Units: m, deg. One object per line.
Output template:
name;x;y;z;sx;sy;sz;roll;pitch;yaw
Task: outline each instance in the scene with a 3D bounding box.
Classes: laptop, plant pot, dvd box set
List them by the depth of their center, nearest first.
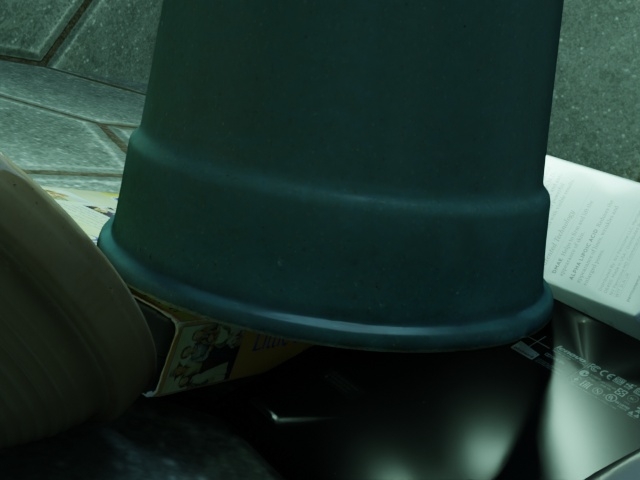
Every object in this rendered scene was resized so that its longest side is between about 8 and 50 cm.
plant pot;-0.215;0.041;0.471;0.237;0.237;0.110;21;54;23
plant pot;0.025;-0.141;0.620;0.341;0.334;0.341;7;15;-2
laptop;0.208;0.196;0.633;0.408;0.236;0.382;-26;32;-27
dvd box set;-0.126;0.027;0.783;0.307;0.062;0.420;22;9;25

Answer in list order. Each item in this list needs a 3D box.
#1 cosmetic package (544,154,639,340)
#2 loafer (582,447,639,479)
cosmetic package;0.250;-0.001;1.070;0.385;0.156;0.217;21;-15;34
loafer;0.218;0.134;0.385;0.366;0.134;0.130;-32;39;-18
